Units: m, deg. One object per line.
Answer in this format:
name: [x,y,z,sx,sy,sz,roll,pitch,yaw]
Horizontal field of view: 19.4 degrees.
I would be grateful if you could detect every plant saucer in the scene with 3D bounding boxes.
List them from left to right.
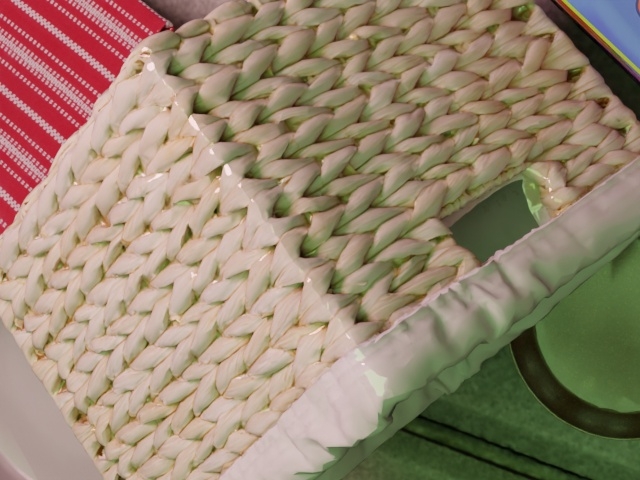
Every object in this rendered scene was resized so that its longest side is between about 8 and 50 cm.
plant saucer: [0.221,0.063,1.374,0.168,0.029,0.168,4,101,20]

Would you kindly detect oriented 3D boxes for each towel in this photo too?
towel: [-0.247,-0.094,1.444,0.199,0.031,0.275,37,92,34]

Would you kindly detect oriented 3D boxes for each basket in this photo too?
basket: [0.000,0.000,1.235,0.266,0.328,0.331,54,140,7]

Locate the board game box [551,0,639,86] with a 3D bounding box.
board game box: [0.205,-0.146,1.165,0.233,0.347,0.078,45,99,8]

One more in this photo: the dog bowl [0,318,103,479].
dog bowl: [-0.200,0.110,1.500,0.349,0.102,0.348,4,102,20]
